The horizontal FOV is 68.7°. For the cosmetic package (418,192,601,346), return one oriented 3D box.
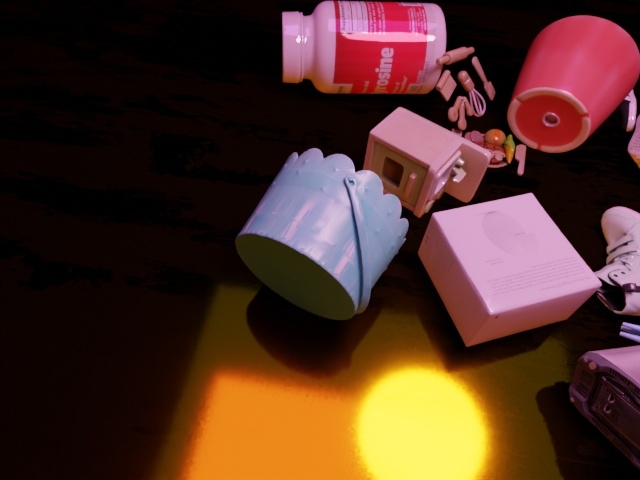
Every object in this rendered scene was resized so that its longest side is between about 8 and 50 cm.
[{"bbox_3d":[0.343,0.052,0.889,0.224,0.138,0.224,-11,53,-12],"label":"cosmetic package"}]

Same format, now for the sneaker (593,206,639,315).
[{"bbox_3d":[0.602,0.034,0.943,0.151,0.094,0.255,1,55,-12],"label":"sneaker"}]

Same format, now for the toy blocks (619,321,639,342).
[{"bbox_3d":[0.598,0.210,0.815,0.148,0.123,0.054,17,14,30],"label":"toy blocks"}]

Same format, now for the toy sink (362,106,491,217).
[{"bbox_3d":[0.223,-0.157,1.033,0.234,0.152,0.131,34,58,19],"label":"toy sink"}]

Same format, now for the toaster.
[{"bbox_3d":[0.522,0.259,0.725,0.147,0.129,0.227,-9,27,-15],"label":"toaster"}]

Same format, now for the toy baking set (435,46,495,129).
[{"bbox_3d":[0.372,-0.399,1.212,0.030,0.196,0.256,7,34,47],"label":"toy baking set"}]

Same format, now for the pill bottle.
[{"bbox_3d":[0.102,-0.508,1.244,0.408,0.229,0.228,-1,53,-4],"label":"pill bottle"}]

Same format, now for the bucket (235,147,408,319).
[{"bbox_3d":[0.000,0.000,0.829,0.281,0.281,0.183,26,64,15],"label":"bucket"}]

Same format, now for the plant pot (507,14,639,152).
[{"bbox_3d":[0.611,-0.370,1.169,0.275,0.275,0.243,30,65,18],"label":"plant pot"}]

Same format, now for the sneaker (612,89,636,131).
[{"bbox_3d":[0.800,-0.388,1.308,0.121,0.079,0.216,-1,63,24],"label":"sneaker"}]

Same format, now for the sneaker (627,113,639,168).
[{"bbox_3d":[0.890,-0.258,1.184,0.366,0.135,0.150,-43,104,-26],"label":"sneaker"}]

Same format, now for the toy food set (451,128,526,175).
[{"bbox_3d":[0.424,-0.236,1.176,0.192,0.038,0.132,15,53,8],"label":"toy food set"}]
